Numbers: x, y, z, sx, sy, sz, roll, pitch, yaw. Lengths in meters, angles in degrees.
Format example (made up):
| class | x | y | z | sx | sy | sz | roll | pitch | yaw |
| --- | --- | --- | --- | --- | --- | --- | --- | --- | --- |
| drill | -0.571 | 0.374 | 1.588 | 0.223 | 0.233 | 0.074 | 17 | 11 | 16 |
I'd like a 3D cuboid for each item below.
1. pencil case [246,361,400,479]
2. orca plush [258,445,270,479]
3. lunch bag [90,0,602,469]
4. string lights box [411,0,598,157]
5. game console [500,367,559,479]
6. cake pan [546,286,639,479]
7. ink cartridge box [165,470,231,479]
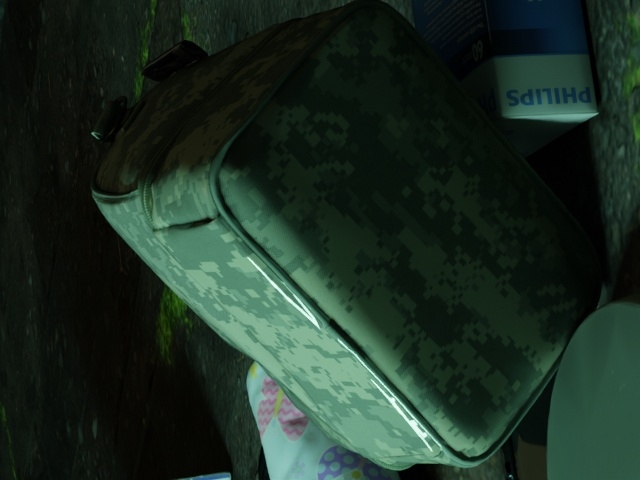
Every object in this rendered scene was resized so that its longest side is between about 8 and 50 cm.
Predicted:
| class | x | y | z | sx | sy | sz | roll | pitch | yaw |
| --- | --- | --- | --- | --- | --- | --- | --- | --- | --- |
| pencil case | 0.020 | 0.205 | 1.682 | 0.124 | 0.113 | 0.273 | -36 | 50 | 20 |
| orca plush | -0.058 | 0.279 | 1.938 | 0.287 | 0.102 | 0.151 | 108 | 151 | -47 |
| lunch bag | 0.000 | 0.000 | 1.352 | 0.305 | 0.212 | 0.256 | 46 | 152 | -19 |
| string lights box | 0.117 | -0.196 | 1.384 | 0.133 | 0.076 | 0.260 | 147 | 117 | -69 |
| game console | 0.163 | 0.129 | 1.419 | 0.107 | 0.071 | 0.122 | 41 | -139 | -74 |
| cake pan | 0.219 | 0.161 | 1.205 | 0.293 | 0.054 | 0.293 | 175 | 90 | -70 |
| ink cartridge box | -0.262 | 0.420 | 2.212 | 0.071 | 0.324 | 0.330 | -144 | 52 | -63 |
